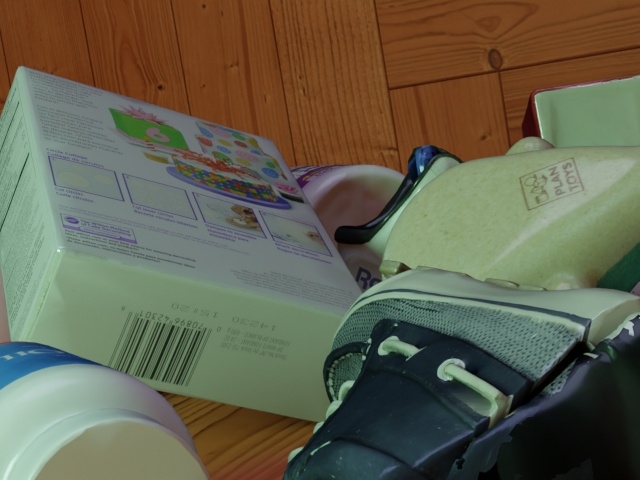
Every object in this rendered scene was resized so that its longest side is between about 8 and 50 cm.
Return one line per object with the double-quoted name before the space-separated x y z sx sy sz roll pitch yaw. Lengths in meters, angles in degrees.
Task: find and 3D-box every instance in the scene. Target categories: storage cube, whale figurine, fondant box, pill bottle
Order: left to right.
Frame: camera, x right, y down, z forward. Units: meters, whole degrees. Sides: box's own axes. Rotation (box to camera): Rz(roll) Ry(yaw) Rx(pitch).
"pill bottle" -0.133 0.120 0.669 0.124 0.124 0.221 -12 7 -25
"fondant box" -0.121 -0.006 1.027 0.238 0.096 0.330 15 23 -24
"pill bottle" 0.000 0.000 1.451 0.169 0.169 0.301 -11 6 -19
"whale figurine" 0.183 0.009 0.975 0.272 0.141 0.216 -25 37 15
"storage cube" 0.301 -0.055 1.281 0.215 0.183 0.193 -7 -4 5

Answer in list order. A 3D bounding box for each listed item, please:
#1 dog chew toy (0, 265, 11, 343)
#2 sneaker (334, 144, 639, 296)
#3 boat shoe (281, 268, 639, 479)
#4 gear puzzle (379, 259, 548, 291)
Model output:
"dog chew toy" -0.223 0.055 1.159 0.332 0.206 0.207 -5 1 -40
"sneaker" 0.149 0.001 1.118 0.316 0.182 0.127 -9 7 3
"boat shoe" 0.035 0.097 0.663 0.158 0.127 0.340 -27 3 -20
"gear puzzle" 0.160 0.080 0.714 0.175 0.044 0.339 32 -9 -22
